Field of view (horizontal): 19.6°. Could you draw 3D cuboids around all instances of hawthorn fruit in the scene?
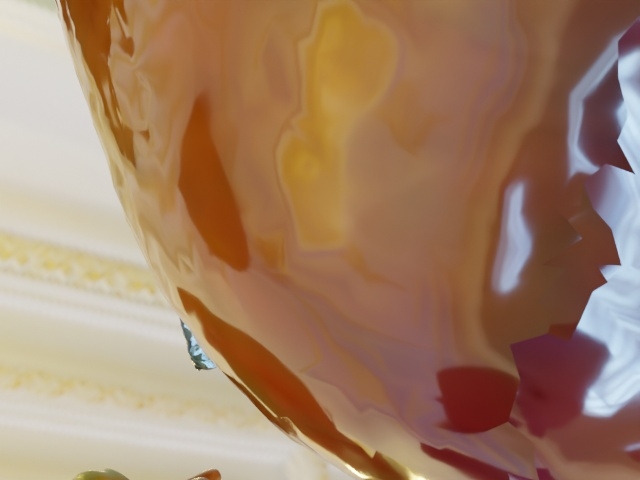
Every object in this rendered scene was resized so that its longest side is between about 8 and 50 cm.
[{"bbox_3d":[0.119,-0.120,0.640,0.472,0.472,0.471,39,-149,-29],"label":"hawthorn fruit"}]

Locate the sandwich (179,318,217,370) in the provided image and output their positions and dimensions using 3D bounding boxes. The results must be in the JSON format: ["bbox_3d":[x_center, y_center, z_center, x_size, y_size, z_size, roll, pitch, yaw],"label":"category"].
[{"bbox_3d":[0.000,0.000,1.042,0.163,0.113,0.079,-62,-30,-43],"label":"sandwich"}]

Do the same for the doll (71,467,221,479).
[{"bbox_3d":[-0.142,0.219,1.146,0.135,0.221,0.143,48,-146,4],"label":"doll"}]
